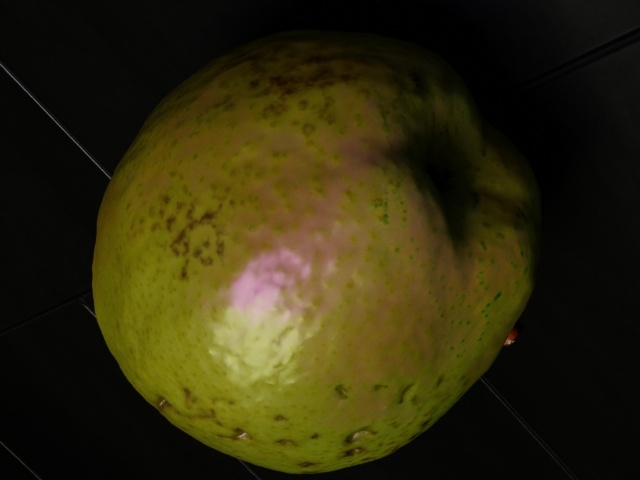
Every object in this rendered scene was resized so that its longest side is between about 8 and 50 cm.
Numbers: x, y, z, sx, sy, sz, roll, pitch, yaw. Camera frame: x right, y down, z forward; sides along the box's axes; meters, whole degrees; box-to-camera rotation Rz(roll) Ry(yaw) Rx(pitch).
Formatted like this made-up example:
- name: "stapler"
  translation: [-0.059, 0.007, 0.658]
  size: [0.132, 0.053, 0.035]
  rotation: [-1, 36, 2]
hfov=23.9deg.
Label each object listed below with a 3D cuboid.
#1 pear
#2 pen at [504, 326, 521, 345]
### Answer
- name: "pear"
  translation: [0.000, 0.000, 1.279]
  size: [0.391, 0.391, 0.391]
  rotation: [22, 143, 18]
- name: "pen"
  translation: [0.118, 0.022, 1.477]
  size: [0.218, 0.026, 0.026]
  rotation: [46, 143, -14]
